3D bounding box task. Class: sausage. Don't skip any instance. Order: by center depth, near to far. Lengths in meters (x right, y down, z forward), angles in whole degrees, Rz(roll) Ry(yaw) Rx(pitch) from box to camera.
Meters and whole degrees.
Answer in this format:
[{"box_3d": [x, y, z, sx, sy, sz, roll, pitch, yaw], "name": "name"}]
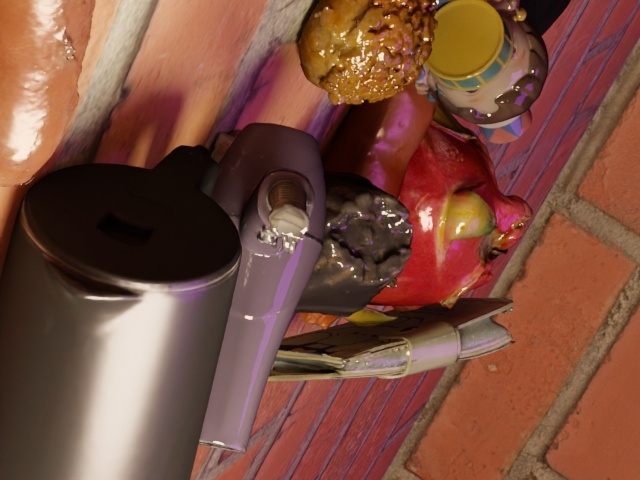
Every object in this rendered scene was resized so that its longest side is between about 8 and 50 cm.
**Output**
[{"box_3d": [-0.181, -0.148, 1.029, 0.087, 0.079, 0.326, -48, 166, -34], "name": "sausage"}, {"box_3d": [0.045, -0.064, 1.980, 0.097, 0.094, 0.348, 18, 95, -53], "name": "sausage"}]

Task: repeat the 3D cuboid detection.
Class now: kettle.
[{"box_3d": [-0.161, 0.101, 1.375, 0.262, 0.203, 0.308, -16, 133, -45], "name": "kettle"}]

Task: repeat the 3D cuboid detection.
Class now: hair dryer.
[{"box_3d": [-0.054, 0.022, 1.409, 0.361, 0.121, 0.301, 121, -19, -78], "name": "hair dryer"}]

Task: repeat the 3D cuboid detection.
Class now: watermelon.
[{"box_3d": [-0.082, -0.079, 1.619, 0.085, 0.085, 0.061, -51, 132, -22], "name": "watermelon"}]

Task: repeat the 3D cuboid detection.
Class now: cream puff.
[{"box_3d": [0.054, -0.205, 1.661, 0.165, 0.115, 0.150, -54, 164, -15], "name": "cream puff"}]

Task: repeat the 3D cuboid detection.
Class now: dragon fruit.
[{"box_3d": [0.131, -0.021, 2.156, 0.305, 0.226, 0.305, -51, 169, -14], "name": "dragon fruit"}]

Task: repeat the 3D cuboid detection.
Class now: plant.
[{"box_3d": [0.000, 0.000, 1.809, 0.256, 0.142, 0.164, 170, -78, -67], "name": "plant"}]

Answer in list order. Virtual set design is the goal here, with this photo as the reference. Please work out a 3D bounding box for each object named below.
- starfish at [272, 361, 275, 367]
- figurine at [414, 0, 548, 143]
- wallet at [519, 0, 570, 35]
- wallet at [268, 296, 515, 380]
[{"box_3d": [-0.126, 0.129, 1.844, 0.146, 0.074, 0.190, -23, 158, -13], "name": "starfish"}, {"box_3d": [0.180, -0.207, 1.887, 0.161, 0.158, 0.275, -42, 152, 13], "name": "figurine"}, {"box_3d": [0.286, -0.351, 2.261, 0.228, 0.062, 0.406, -55, 167, -5], "name": "wallet"}, {"box_3d": [0.086, 0.137, 2.216, 0.309, 0.223, 0.077, -13, 100, -34], "name": "wallet"}]
